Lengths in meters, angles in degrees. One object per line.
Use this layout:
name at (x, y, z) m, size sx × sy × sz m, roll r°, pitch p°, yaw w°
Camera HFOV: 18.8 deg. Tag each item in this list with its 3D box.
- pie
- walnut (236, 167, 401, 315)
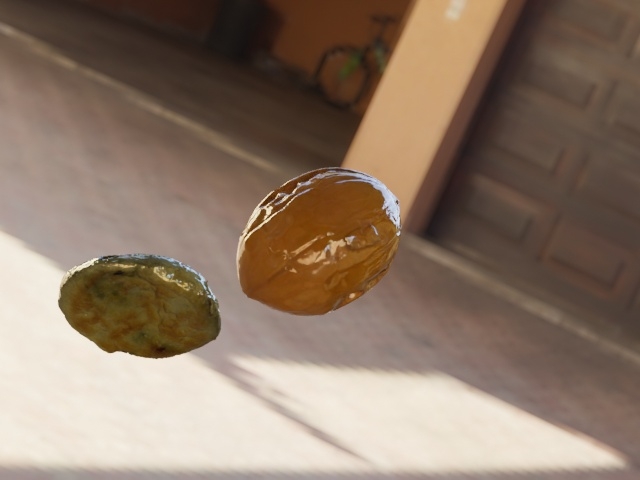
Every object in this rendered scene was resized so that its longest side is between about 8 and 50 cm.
pie at (-0.196, 0.071, 2.118) m, size 0.187 × 0.187 × 0.041 m, roll 22°, pitch 51°, yaw -19°
walnut at (0.000, 0.000, 1.266) m, size 0.091 × 0.121 × 0.052 m, roll 57°, pitch -5°, yaw 2°
